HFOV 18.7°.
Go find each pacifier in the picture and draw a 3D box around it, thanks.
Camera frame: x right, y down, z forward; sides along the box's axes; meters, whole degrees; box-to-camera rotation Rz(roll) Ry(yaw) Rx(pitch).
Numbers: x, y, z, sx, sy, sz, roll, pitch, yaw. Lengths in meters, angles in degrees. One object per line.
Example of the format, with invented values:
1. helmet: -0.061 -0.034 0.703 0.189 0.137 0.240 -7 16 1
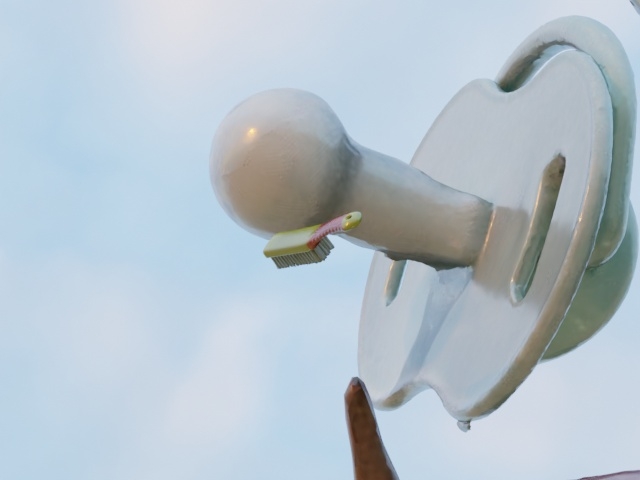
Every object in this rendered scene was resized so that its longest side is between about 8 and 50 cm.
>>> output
1. pacifier: 0.060 -0.033 1.256 0.269 0.288 0.343 22 -11 -19

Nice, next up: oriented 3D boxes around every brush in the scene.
1. brush: 0.000 0.000 1.096 0.021 0.019 0.083 51 -36 -16

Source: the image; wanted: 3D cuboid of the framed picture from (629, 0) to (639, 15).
1. framed picture: 0.166 -0.074 0.300 0.231 0.293 0.018 -36 -30 7

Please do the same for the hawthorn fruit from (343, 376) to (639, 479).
1. hawthorn fruit: 0.091 0.141 0.483 0.262 0.210 0.210 45 -50 15
